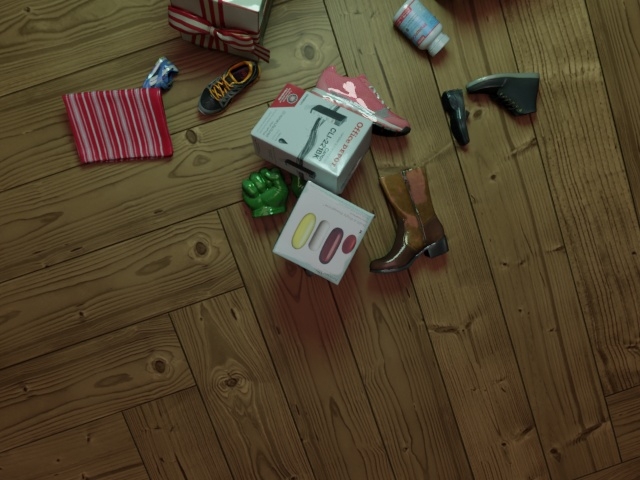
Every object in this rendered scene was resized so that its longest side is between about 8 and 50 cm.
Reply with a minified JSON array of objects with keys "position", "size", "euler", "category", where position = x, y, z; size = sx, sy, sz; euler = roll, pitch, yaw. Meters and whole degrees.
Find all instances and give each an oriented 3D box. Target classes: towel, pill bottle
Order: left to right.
[{"position":[-0.569,-0.324,1.242],"size":[0.274,0.031,0.199],"euler":[-5,112,-2],"category":"towel"},{"position":[0.290,-0.608,1.251],"size":[0.160,0.087,0.087],"euler":[42,93,-6],"category":"pill bottle"}]

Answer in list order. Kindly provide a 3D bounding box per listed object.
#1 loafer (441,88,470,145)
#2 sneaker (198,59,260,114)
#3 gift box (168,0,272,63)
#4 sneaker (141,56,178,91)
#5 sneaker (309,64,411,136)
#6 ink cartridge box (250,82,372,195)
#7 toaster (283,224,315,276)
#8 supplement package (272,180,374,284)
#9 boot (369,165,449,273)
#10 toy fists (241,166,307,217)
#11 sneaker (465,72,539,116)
[{"position":[0.418,-0.369,1.300],"size":[0.061,0.062,0.170],"euler":[-20,98,-5],"category":"loafer"},{"position":[-0.267,-0.443,1.244],"size":[0.215,0.083,0.084],"euler":[-41,98,3],"category":"sneaker"},{"position":[-0.236,-0.628,1.146],"size":[0.255,0.276,0.258],"euler":[14,80,-1],"category":"gift box"},{"position":[-0.461,-0.449,1.248],"size":[0.059,0.053,0.144],"euler":[33,95,-8],"category":"sneaker"},{"position":[0.128,-0.402,1.253],"size":[0.313,0.116,0.136],"euler":[22,94,-5],"category":"sneaker"},{"position":[-0.020,-0.277,1.195],"size":[0.272,0.114,0.197],"euler":[28,73,10],"category":"ink cartridge box"},{"position":[0.000,0.000,1.294],"size":[0.185,0.110,0.168],"euler":[-25,98,0],"category":"toaster"},{"position":[0.003,-0.023,1.160],"size":[0.194,0.149,0.203],"euler":[27,93,-5],"category":"supplement package"},{"position":[0.232,-0.059,1.307],"size":[0.264,0.096,0.281],"euler":[-20,96,0],"category":"boot"},{"position":[-0.091,-0.157,1.279],"size":[0.279,0.096,0.142],"euler":[-11,95,0],"category":"toy fists"},{"position":[0.541,-0.424,1.287],"size":[0.221,0.083,0.118],"euler":[-6,97,-3],"category":"sneaker"}]
